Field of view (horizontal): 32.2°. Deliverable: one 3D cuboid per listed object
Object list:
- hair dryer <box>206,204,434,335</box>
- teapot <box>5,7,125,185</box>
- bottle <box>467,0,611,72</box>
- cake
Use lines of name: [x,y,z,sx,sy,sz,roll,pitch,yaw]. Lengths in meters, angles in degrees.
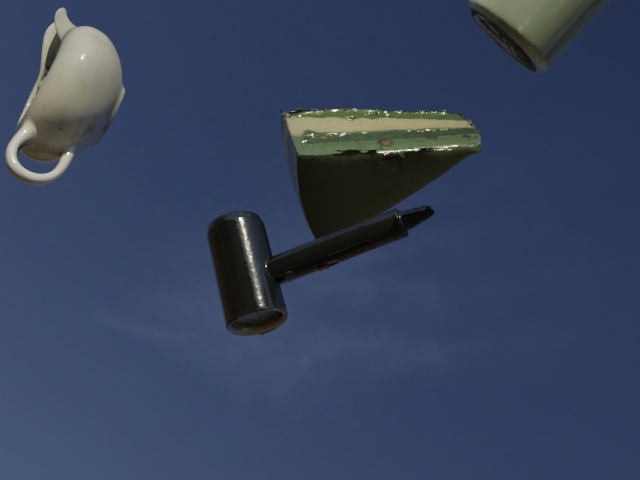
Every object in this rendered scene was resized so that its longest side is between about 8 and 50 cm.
hair dryer: [0.000,0.000,1.207,0.255,0.128,0.070,-23,-26,10]
teapot: [-0.252,-0.136,1.103,0.092,0.226,0.145,25,-46,-18]
bottle: [0.253,-0.278,1.038,0.104,0.104,0.245,43,-85,1]
cake: [0.088,-0.098,1.649,0.283,0.158,0.172,-4,-57,-9]
